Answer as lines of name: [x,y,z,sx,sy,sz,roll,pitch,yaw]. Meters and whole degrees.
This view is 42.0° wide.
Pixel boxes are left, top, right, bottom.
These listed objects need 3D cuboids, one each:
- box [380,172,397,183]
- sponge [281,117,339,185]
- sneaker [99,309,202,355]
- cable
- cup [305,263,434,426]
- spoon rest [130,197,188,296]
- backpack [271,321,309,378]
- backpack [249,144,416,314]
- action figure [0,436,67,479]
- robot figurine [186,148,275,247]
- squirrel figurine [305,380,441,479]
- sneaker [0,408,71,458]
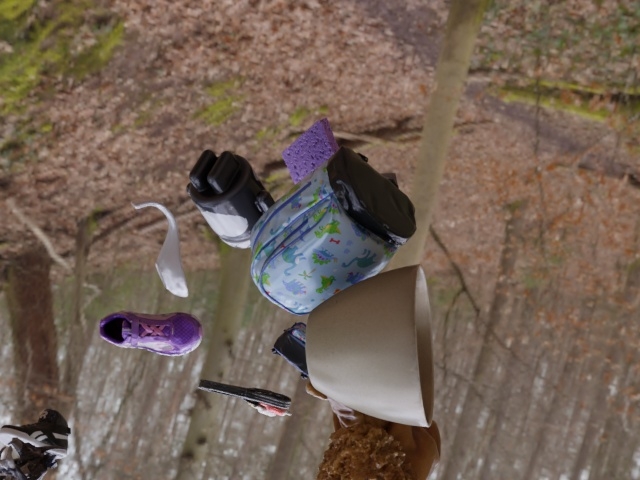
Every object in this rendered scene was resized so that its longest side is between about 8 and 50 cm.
box: [0.078,-0.088,2.466,0.243,0.076,0.307,-3,154,-13]
sponge: [-0.023,-0.225,2.197,0.031,0.117,0.210,-19,171,-36]
sneaker: [-0.370,0.193,1.773,0.237,0.095,0.104,2,170,16]
cable: [-0.193,0.432,2.243,0.287,0.072,0.140,19,171,-43]
cup: [0.102,0.220,1.725,0.237,0.330,0.331,-4,178,12]
spoon rest: [-0.379,0.016,2.059,0.084,0.276,0.137,-25,-156,-16]
backpack: [-0.052,0.325,2.562,0.158,0.117,0.173,40,-169,2]
backpack: [0.000,0.000,1.858,0.356,0.273,0.290,-22,138,31]
action figure: [-0.587,0.425,1.500,0.164,0.140,0.276,-23,-169,32]
robot figurine: [-0.220,-0.100,2.081,0.209,0.174,0.278,55,176,44]
squirrel figurine: [0.117,0.451,1.943,0.281,0.370,0.397,-15,-153,9]
sneaker: [-0.771,0.504,2.248,0.079,0.121,0.217,-20,142,25]
